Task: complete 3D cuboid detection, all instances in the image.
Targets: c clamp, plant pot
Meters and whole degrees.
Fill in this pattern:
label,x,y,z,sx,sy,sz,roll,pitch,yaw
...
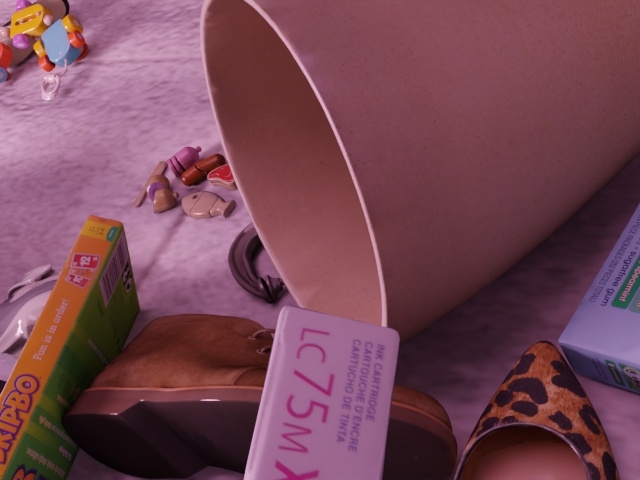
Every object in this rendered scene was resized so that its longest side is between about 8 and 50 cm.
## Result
label,x,y,z,sx,sy,sz,roll,pitch,yaw
c clamp,0.000,0.000,0.861,0.161,0.022,0.137,-26,41,10
plant pot,0.097,-0.089,0.735,0.274,0.256,0.256,-23,38,-16

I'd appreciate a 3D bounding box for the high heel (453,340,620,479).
label,x,y,z,sx,sy,sz,roll,pitch,yaw
high heel,0.088,0.123,0.555,0.093,0.186,0.261,-8,48,27

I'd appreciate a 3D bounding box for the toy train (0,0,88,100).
label,x,y,z,sx,sy,sz,roll,pitch,yaw
toy train,-0.333,-0.211,1.276,0.166,0.046,0.125,18,84,35

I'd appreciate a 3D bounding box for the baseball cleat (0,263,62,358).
label,x,y,z,sx,sy,sz,roll,pitch,yaw
baseball cleat,-0.280,0.090,0.943,0.206,0.072,0.109,-24,27,7

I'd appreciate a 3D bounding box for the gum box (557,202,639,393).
label,x,y,z,sx,sy,sz,roll,pitch,yaw
gum box,0.258,0.032,0.641,0.184,0.041,0.157,15,60,43

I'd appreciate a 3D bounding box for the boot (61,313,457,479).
label,x,y,z,sx,sy,sz,roll,pitch,yaw
boot,-0.038,0.097,0.735,0.305,0.112,0.115,-2,44,37

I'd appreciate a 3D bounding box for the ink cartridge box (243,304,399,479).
label,x,y,z,sx,sy,sz,roll,pitch,yaw
ink cartridge box,-0.028,0.193,0.535,0.065,0.311,0.185,14,52,-3

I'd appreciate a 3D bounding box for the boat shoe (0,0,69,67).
label,x,y,z,sx,sy,sz,roll,pitch,yaw
boat shoe,-0.359,-0.251,1.331,0.133,0.049,0.042,-36,12,10

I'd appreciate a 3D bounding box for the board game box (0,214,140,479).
label,x,y,z,sx,sy,sz,roll,pitch,yaw
board game box,-0.196,0.119,0.803,0.039,0.124,0.259,11,54,6

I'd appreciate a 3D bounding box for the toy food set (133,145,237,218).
label,x,y,z,sx,sy,sz,roll,pitch,yaw
toy food set,-0.118,-0.056,0.996,0.122,0.019,0.078,3,53,36

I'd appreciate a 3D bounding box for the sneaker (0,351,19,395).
label,x,y,z,sx,sy,sz,roll,pitch,yaw
sneaker,-0.325,0.195,0.839,0.269,0.101,0.153,-28,41,18
